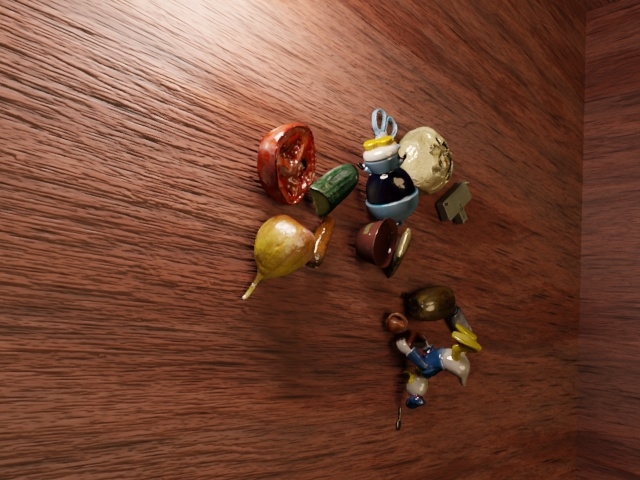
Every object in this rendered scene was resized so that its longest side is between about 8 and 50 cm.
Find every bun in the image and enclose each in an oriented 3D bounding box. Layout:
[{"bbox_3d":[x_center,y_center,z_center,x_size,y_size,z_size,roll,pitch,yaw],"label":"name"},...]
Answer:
[{"bbox_3d":[0.398,-0.294,1.775,0.260,0.152,0.259,0,90,-44],"label":"bun"}]

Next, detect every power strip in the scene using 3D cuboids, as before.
[{"bbox_3d":[0.566,-0.139,1.988,0.216,0.061,0.145,-40,114,-37],"label":"power strip"}]

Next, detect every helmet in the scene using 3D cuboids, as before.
[{"bbox_3d":[0.172,-0.001,1.566,0.175,0.106,0.155,-56,138,-29],"label":"helmet"}]

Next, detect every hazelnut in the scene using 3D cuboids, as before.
[{"bbox_3d":[0.264,0.285,1.659,0.087,0.087,0.086,3,86,-44],"label":"hazelnut"}]

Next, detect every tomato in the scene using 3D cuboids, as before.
[{"bbox_3d":[-0.103,-0.211,1.321,0.228,0.101,0.227,-23,116,-59],"label":"tomato"}]

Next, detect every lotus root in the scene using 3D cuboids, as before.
[{"bbox_3d":[0.417,0.232,1.783,0.241,0.123,0.123,-6,101,-42],"label":"lotus root"}]

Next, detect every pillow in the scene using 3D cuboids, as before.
[{"bbox_3d":[0.265,0.048,1.627,0.203,0.038,0.113,95,17,-66],"label":"pillow"}]

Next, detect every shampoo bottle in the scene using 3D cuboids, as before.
[{"bbox_3d":[0.589,0.369,1.989,0.233,0.049,0.087,54,52,-27],"label":"shampoo bottle"}]

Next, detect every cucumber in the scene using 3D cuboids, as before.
[{"bbox_3d":[0.060,-0.166,1.474,0.244,0.063,0.115,-49,140,-44],"label":"cucumber"}]

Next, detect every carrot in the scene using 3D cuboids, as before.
[{"bbox_3d":[0.000,0.000,1.439,0.060,0.060,0.186,44,52,-33],"label":"carrot"}]

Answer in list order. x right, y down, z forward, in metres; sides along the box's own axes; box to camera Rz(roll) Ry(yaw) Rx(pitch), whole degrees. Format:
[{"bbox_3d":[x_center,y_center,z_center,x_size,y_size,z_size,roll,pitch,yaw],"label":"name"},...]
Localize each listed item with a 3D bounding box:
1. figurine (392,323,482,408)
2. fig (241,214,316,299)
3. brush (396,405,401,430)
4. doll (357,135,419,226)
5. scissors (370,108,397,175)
[{"bbox_3d":[0.355,0.424,1.643,0.205,0.284,0.338,4,112,-60],"label":"figurine"},{"bbox_3d":[-0.123,0.054,1.278,0.257,0.159,0.159,-52,124,-12],"label":"fig"},{"bbox_3d":[0.279,0.629,1.705,0.024,0.008,0.083,15,77,-41],"label":"brush"},{"bbox_3d":[0.224,-0.182,1.579,0.141,0.178,0.313,-78,153,-63],"label":"doll"},{"bbox_3d":[0.208,-0.325,1.673,0.125,0.030,0.255,23,73,-42],"label":"scissors"}]
